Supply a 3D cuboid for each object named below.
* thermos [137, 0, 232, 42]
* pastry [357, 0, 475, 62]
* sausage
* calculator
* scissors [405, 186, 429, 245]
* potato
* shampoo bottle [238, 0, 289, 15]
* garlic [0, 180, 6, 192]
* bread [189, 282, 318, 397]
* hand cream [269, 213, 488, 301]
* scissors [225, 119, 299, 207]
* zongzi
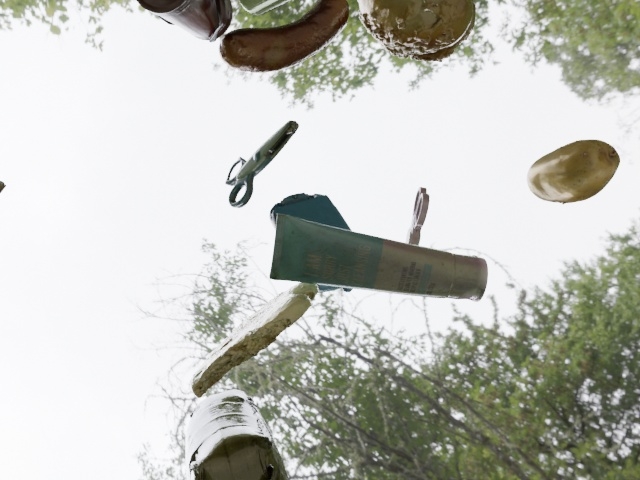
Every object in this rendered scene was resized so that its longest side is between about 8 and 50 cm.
[{"bbox_3d":[-0.203,-0.373,0.812,0.124,0.232,0.099,-12,-83,10],"label":"thermos"},{"bbox_3d":[0.205,-0.515,1.169,0.284,0.316,0.184,28,-62,0],"label":"pastry"},{"bbox_3d":[-0.056,-0.393,0.993,0.302,0.076,0.103,-36,-82,-26],"label":"sausage"},{"bbox_3d":[0.000,0.000,1.192,0.173,0.051,0.293,-17,-122,-25],"label":"calculator"},{"bbox_3d":[0.227,-0.007,1.261,0.030,0.118,0.242,11,-69,1],"label":"scissors"},{"bbox_3d":[0.474,-0.126,0.974,0.118,0.178,0.109,-14,-96,-25],"label":"potato"},{"bbox_3d":[-0.045,-0.379,0.719,0.079,0.162,0.079,12,-106,-52],"label":"shampoo bottle"},{"bbox_3d":[-0.734,-0.074,1.014,0.087,0.101,0.195,40,-102,20],"label":"garlic"},{"bbox_3d":[-0.105,0.145,0.825,0.251,0.182,0.039,-39,-84,17],"label":"bread"},{"bbox_3d":[0.083,0.033,0.757,0.312,0.070,0.111,7,-62,-2],"label":"hand cream"},{"bbox_3d":[-0.149,-0.199,1.277,0.041,0.289,0.138,14,-132,-40],"label":"scissors"},{"bbox_3d":[-0.123,0.465,0.910,0.160,0.323,0.360,-20,-84,-10],"label":"zongzi"}]
